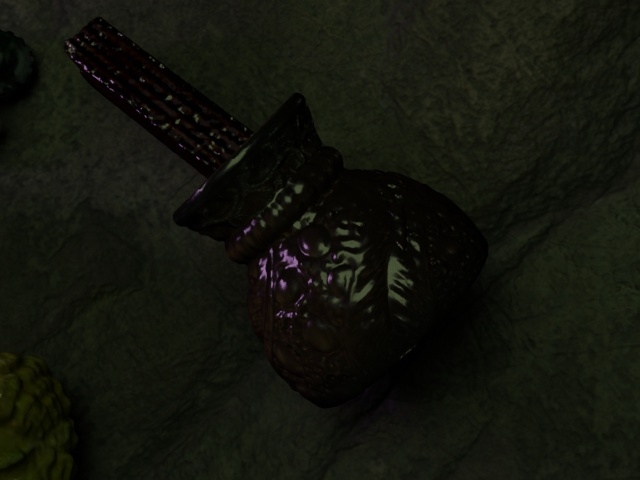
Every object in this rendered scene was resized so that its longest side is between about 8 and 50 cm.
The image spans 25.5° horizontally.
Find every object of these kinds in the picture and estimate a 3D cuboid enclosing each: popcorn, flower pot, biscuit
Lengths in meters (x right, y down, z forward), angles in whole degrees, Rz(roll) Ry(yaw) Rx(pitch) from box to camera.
[{"bbox_3d":[-0.411,0.236,1.603,0.251,0.206,0.237,-7,58,22],"label":"popcorn"},{"bbox_3d":[0.000,0.000,1.508,0.266,0.266,0.267,-44,95,-5],"label":"flower pot"},{"bbox_3d":[-0.159,-0.141,1.736,0.388,0.107,0.073,37,82,24],"label":"biscuit"}]

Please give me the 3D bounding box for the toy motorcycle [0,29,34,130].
[{"bbox_3d":[-0.540,-0.200,1.826,0.327,0.143,0.188,5,71,-9],"label":"toy motorcycle"}]
